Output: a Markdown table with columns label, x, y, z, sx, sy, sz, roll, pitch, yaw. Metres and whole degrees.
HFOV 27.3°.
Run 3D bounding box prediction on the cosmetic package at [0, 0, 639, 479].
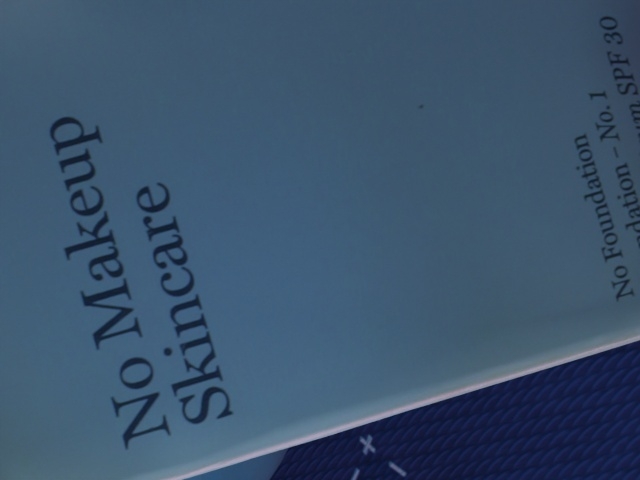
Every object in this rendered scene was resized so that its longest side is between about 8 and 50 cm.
| label | x | y | z | sx | sy | sz | roll | pitch | yaw |
| --- | --- | --- | --- | --- | --- | --- | --- | --- | --- |
| cosmetic package | -0.049 | -0.007 | 0.422 | 0.309 | 0.160 | 0.113 | -17 | 178 | -5 |

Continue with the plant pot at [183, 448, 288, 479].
| label | x | y | z | sx | sy | sz | roll | pitch | yaw |
| --- | --- | --- | --- | --- | --- | --- | --- | --- | --- |
| plant pot | -0.150 | 0.087 | 0.844 | 0.235 | 0.293 | 0.293 | -31 | -175 | -24 |
